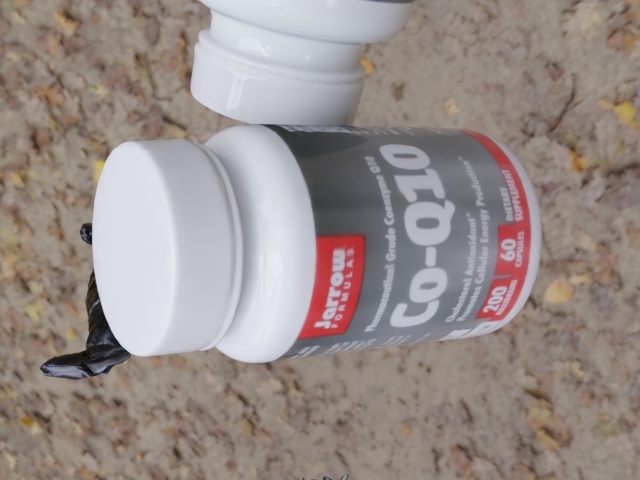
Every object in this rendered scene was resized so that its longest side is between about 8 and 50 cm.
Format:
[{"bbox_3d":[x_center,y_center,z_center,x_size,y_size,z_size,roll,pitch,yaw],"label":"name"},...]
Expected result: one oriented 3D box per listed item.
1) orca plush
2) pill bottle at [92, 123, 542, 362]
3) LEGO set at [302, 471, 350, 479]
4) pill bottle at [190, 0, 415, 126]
[{"bbox_3d":[-0.227,0.036,1.024,0.151,0.287,0.102,-34,108,30],"label":"orca plush"},{"bbox_3d":[0.000,0.000,0.691,0.161,0.283,0.161,8,100,57],"label":"pill bottle"},{"bbox_3d":[-0.010,0.226,0.880,0.054,0.083,0.024,151,110,-80],"label":"LEGO set"},{"bbox_3d":[-0.003,-0.246,0.705,0.176,0.176,0.319,23,113,23],"label":"pill bottle"}]
